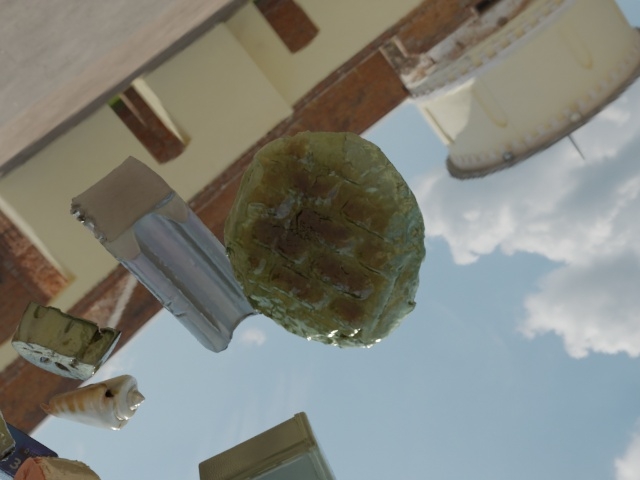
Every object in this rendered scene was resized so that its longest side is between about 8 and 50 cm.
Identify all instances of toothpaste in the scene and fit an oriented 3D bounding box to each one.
[{"bbox_3d":[-0.634,0.343,1.324,0.066,0.320,0.076,-51,-173,50],"label":"toothpaste"}]

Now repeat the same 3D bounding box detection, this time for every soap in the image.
[{"bbox_3d":[-0.372,0.038,1.825,0.213,0.435,0.350,-45,-144,-13],"label":"soap"}]

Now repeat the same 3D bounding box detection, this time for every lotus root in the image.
[{"bbox_3d":[-0.587,0.238,1.692,0.138,0.235,0.119,96,12,-51],"label":"lotus root"}]

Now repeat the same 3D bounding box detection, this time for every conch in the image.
[{"bbox_3d":[-0.549,0.414,1.798,0.255,0.127,0.158,-18,174,14],"label":"conch"}]

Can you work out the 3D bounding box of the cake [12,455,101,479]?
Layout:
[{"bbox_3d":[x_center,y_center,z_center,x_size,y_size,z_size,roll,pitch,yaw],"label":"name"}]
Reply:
[{"bbox_3d":[-0.386,0.393,0.986,0.225,0.109,0.090,-57,-138,5],"label":"cake"}]

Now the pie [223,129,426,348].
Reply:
[{"bbox_3d":[0.000,0.000,0.982,0.306,0.306,0.071,-34,177,18],"label":"pie"}]

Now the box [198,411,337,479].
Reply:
[{"bbox_3d":[-0.125,0.722,2.107,0.344,0.352,0.177,-24,-155,-3],"label":"box"}]

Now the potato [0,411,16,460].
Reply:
[{"bbox_3d":[-0.347,0.197,0.672,0.086,0.061,0.122,-17,-177,13],"label":"potato"}]
